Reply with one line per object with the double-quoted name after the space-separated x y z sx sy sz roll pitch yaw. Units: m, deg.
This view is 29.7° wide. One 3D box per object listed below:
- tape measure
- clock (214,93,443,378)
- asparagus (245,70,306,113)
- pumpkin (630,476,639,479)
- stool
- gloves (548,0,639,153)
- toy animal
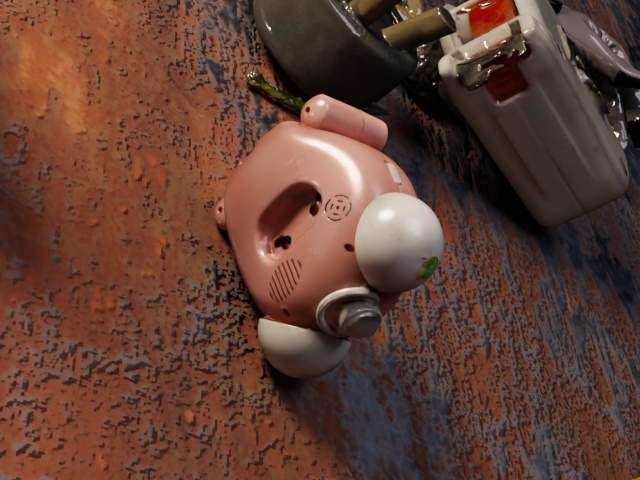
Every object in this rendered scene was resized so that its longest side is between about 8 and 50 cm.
0.227 -0.163 1.288 0.258 0.130 0.265 49 25 -33 "tape measure"
0.000 0.000 0.855 0.092 0.166 0.162 17 38 -42 "clock"
-0.018 -0.122 1.092 0.127 0.015 0.018 24 31 -37 "asparagus"
0.307 0.255 1.082 0.083 0.054 0.074 46 28 -52 "pumpkin"
0.015 -0.228 1.123 0.228 0.139 0.153 48 26 -10 "stool"
0.320 -0.230 1.532 0.119 0.142 0.285 -31 83 -30 "gloves"
0.070 -0.251 1.289 0.220 0.069 0.086 49 41 1 "toy animal"
